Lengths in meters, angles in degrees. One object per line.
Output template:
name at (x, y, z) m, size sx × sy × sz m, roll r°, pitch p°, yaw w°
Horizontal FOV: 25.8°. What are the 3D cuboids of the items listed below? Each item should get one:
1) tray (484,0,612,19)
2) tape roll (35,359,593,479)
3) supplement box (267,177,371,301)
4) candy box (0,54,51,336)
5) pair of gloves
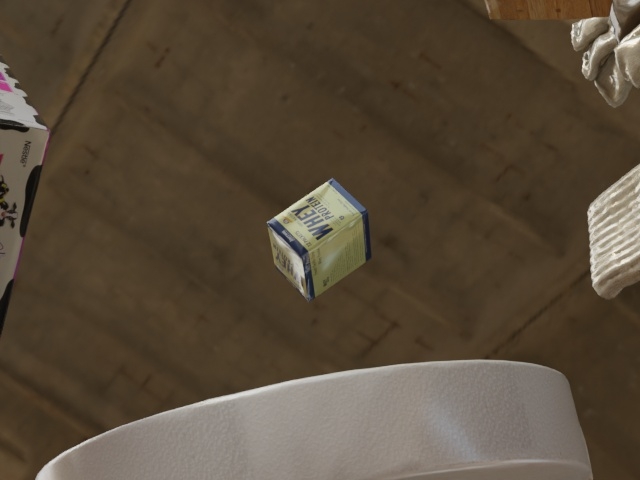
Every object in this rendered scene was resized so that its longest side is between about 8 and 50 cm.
tray at (0.091, -0.316, 0.637) m, size 0.076 × 0.203 × 0.411 m, roll 2°, pitch -34°, yaw 23°
tape roll at (-0.003, 0.172, 0.990) m, size 0.392 × 0.392 × 0.072 m, roll -29°, pitch -115°, yaw 40°
supplement box at (0.000, 0.000, 1.385) m, size 0.056 × 0.083 × 0.083 m, roll 44°, pitch -21°, yaw 30°
candy box at (-0.250, -0.036, 0.949) m, size 0.071 × 0.233 × 0.159 m, roll 10°, pitch -74°, yaw -24°
pair of gloves at (0.219, -0.101, 0.817) m, size 0.042 × 0.240 × 0.204 m, roll 20°, pitch -31°, yaw -25°
